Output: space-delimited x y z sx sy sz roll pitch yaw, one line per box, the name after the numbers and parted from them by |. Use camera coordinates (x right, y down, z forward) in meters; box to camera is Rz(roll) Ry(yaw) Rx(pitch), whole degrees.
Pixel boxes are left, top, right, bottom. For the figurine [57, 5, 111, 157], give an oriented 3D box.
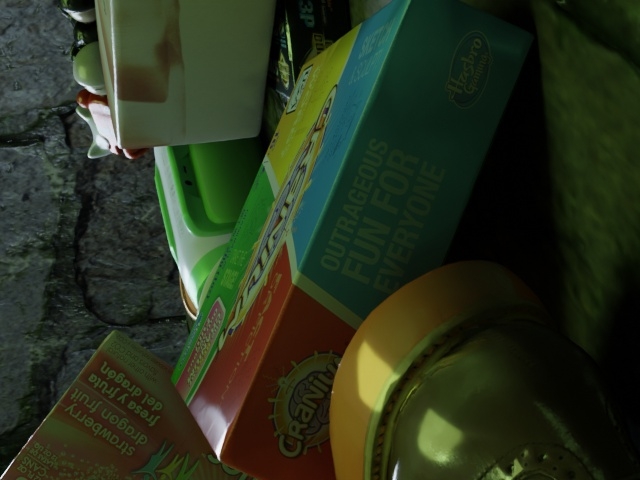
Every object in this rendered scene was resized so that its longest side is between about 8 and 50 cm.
-0.213 -0.214 1.683 0.092 0.210 0.214 -172 73 -80 | figurine

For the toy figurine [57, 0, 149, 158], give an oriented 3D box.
-0.179 -0.219 1.482 0.148 0.210 0.213 75 178 -46 | toy figurine

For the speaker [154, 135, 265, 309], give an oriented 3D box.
-0.110 -0.041 1.486 0.296 0.131 0.131 -109 14 -45 | speaker

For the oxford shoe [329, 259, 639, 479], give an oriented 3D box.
0.084 0.182 0.604 0.133 0.130 0.363 47 157 42 | oxford shoe

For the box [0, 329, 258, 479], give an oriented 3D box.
-0.068 0.217 0.962 0.142 0.300 0.154 -54 -5 -20 | box

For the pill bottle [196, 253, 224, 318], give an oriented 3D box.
-0.028 0.093 1.059 0.272 0.152 0.152 114 146 -72 | pill bottle

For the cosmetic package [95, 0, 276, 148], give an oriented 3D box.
-0.110 -0.210 1.029 0.296 0.129 0.153 103 157 -61 | cosmetic package

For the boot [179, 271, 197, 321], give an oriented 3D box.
-0.113 0.045 1.640 0.220 0.109 0.283 95 166 -48 | boot

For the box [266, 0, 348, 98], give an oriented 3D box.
-0.027 -0.213 1.087 0.220 0.051 0.175 -135 37 -73 | box

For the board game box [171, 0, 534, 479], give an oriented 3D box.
0.000 0.000 0.756 0.316 0.064 0.242 -179 112 -80 | board game box
